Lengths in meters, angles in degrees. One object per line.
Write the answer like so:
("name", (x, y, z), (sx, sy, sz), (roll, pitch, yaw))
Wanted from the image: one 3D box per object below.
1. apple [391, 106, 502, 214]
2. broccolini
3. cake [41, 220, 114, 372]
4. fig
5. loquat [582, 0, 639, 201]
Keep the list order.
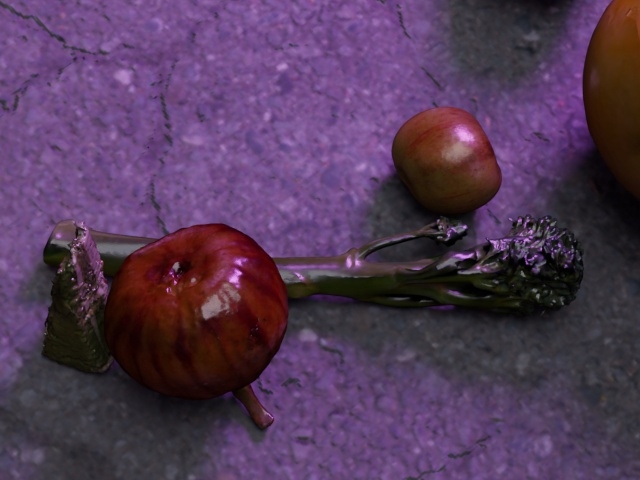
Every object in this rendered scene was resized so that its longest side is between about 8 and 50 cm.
("apple", (0.093, -0.058, 1.361), (0.071, 0.084, 0.084), (-28, 74, 4))
("broccolini", (-0.001, 0.002, 1.328), (0.392, 0.079, 0.074), (7, 46, -5))
("cake", (-0.173, 0.036, 1.254), (0.055, 0.140, 0.051), (13, 57, 13))
("fig", (-0.071, 0.054, 1.255), (0.150, 0.128, 0.128), (20, 63, -32))
("loquat", (0.309, -0.108, 1.332), (0.235, 0.235, 0.235), (3, 68, -7))
